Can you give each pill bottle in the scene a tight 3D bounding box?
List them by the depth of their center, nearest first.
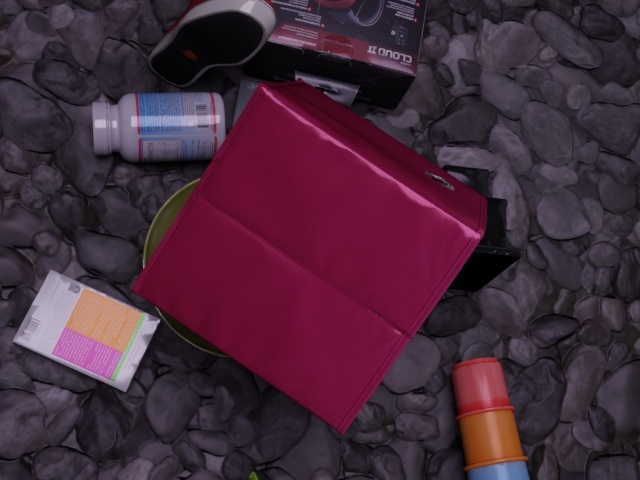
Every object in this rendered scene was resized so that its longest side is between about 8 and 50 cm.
[{"bbox_3d":[-0.202,-0.141,1.283,0.160,0.087,0.087,-2,73,-12],"label":"pill bottle"}]

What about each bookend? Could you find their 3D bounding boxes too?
[{"bbox_3d":[0.189,-0.033,1.291,0.072,0.156,0.157,6,70,-10],"label":"bookend"}]

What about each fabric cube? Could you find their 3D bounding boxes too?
[{"bbox_3d":[0.000,0.000,1.104,0.258,0.254,0.259,34,103,2],"label":"fabric cube"}]

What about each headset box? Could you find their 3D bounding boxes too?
[{"bbox_3d":[0.027,-0.320,1.375,0.218,0.110,0.293,12,70,-8],"label":"headset box"}]

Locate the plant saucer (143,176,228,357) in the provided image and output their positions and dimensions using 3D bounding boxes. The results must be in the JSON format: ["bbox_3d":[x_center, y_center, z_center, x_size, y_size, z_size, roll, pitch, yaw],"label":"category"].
[{"bbox_3d":[-0.099,0.031,1.275,0.241,0.037,0.241,4,72,-11],"label":"plant saucer"}]

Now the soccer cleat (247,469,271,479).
[{"bbox_3d":[-0.032,0.343,1.180,0.072,0.060,0.179,-19,83,-27],"label":"soccer cleat"}]

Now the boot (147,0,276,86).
[{"bbox_3d":[-0.111,-0.299,1.276,0.088,0.244,0.176,37,66,-25],"label":"boot"}]

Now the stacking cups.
[{"bbox_3d":[0.221,0.297,1.223,0.096,0.096,0.316,-3,73,-13],"label":"stacking cups"}]

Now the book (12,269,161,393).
[{"bbox_3d":[-0.275,0.108,1.217,0.144,0.035,0.096,25,72,-2],"label":"book"}]

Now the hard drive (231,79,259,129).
[{"bbox_3d":[-0.067,-0.144,1.327,0.094,0.022,0.135,11,53,-8],"label":"hard drive"}]
